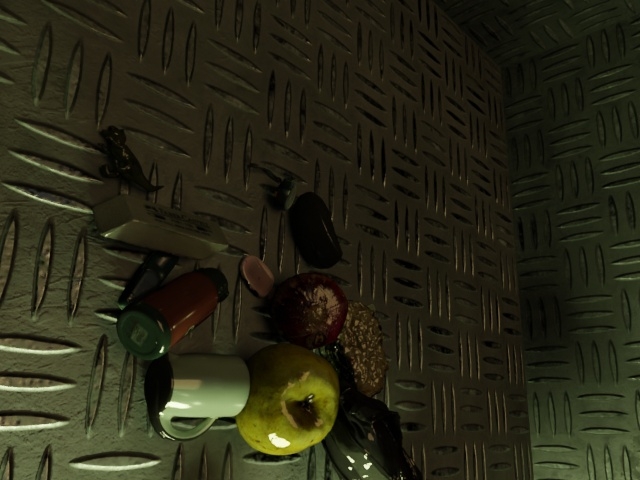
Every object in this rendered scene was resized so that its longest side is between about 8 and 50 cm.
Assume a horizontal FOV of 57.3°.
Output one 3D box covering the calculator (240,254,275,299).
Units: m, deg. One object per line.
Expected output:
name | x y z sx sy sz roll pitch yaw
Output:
calculator | -0.190 0.117 1.814 0.166 0.024 0.103 53 45 -27

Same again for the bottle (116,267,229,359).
bottle | -0.357 0.170 1.498 0.336 0.144 0.144 -37 108 -62

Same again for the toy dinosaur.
toy dinosaur | -0.480 -0.218 1.524 0.179 0.087 0.187 -14 91 -49

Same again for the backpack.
backpack | 0.141 0.625 1.771 0.254 0.363 0.446 -34 128 -11

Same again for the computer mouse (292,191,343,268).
computer mouse | -0.024 -0.028 1.961 0.086 0.137 0.270 -23 96 -58

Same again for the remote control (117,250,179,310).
remote control | -0.441 0.096 1.512 0.072 0.042 0.222 51 47 -25

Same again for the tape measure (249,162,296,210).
tape measure | -0.165 -0.176 1.922 0.179 0.104 0.107 24 82 -6

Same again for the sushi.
sushi | 0.110 0.376 1.977 0.211 0.170 0.350 -2 80 -48

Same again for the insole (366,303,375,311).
insole | 0.165 0.278 2.199 0.152 0.002 0.053 -23 96 -50

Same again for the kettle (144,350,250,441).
kettle | -0.322 0.394 1.481 0.236 0.161 0.221 15 78 -44

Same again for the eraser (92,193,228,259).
eraser | -0.406 -0.031 1.526 0.352 0.077 0.111 18 31 -45

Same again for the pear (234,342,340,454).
pear | -0.100 0.437 1.628 0.304 0.304 0.304 17 67 -46

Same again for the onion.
onion | -0.039 0.218 1.832 0.246 0.190 0.246 1 86 -20
